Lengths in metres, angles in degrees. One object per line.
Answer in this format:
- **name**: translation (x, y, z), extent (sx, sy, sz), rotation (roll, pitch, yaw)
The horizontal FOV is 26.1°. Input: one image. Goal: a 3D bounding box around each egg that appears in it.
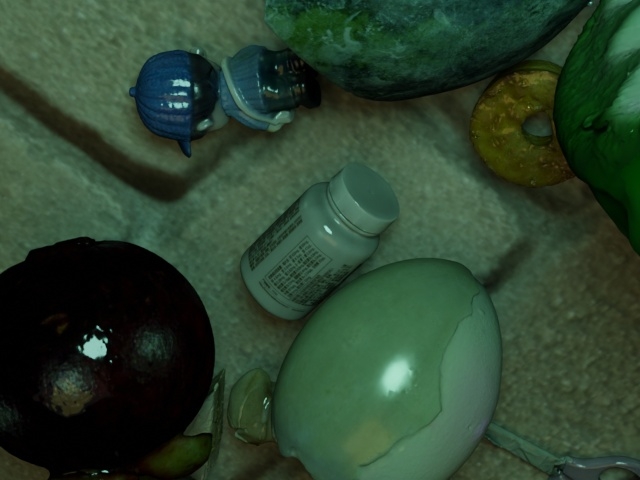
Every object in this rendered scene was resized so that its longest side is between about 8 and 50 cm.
- **egg**: translation (0.066, 0.114, 1.180), extent (0.183, 0.183, 0.217), rotation (34, 94, -10)

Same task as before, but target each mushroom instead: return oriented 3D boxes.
- **mushroom**: translation (0.018, 0.184, 1.299), extent (0.223, 0.092, 0.081), rotation (26, 146, 5)

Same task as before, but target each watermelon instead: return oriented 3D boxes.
- **watermelon**: translation (0.086, -0.219, 1.005), extent (0.319, 0.214, 0.289), rotation (-29, 158, -12)

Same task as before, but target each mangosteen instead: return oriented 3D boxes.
- **mangosteen**: translation (-0.196, 0.129, 1.215), extent (0.228, 0.228, 0.265), rotation (-12, 96, 20)

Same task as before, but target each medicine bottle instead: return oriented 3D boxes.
- **medicine bottle**: translation (0.000, 0.000, 1.182), extent (0.079, 0.079, 0.140), rotation (37, 124, -13)

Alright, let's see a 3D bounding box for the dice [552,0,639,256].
- **dice**: translation (0.351, -0.090, 0.908), extent (0.300, 0.297, 0.287), rotation (36, 122, -11)

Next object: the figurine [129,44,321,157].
- **figurine**: translation (-0.077, -0.118, 1.126), extent (0.149, 0.087, 0.086), rotation (-8, 84, 17)

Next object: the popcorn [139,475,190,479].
- **popcorn**: translation (-0.192, 0.287, 1.375), extent (0.180, 0.180, 0.170), rotation (-23, 74, 26)

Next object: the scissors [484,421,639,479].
- **scissors**: translation (0.215, 0.212, 1.311), extent (0.212, 0.021, 0.110), rotation (30, 123, -9)

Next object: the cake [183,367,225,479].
- **cake**: translation (-0.111, 0.176, 1.347), extent (0.065, 0.052, 0.121), rotation (34, 124, -4)

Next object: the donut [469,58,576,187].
- **donut**: translation (0.169, -0.095, 1.101), extent (0.097, 0.043, 0.108), rotation (-15, 120, 21)
